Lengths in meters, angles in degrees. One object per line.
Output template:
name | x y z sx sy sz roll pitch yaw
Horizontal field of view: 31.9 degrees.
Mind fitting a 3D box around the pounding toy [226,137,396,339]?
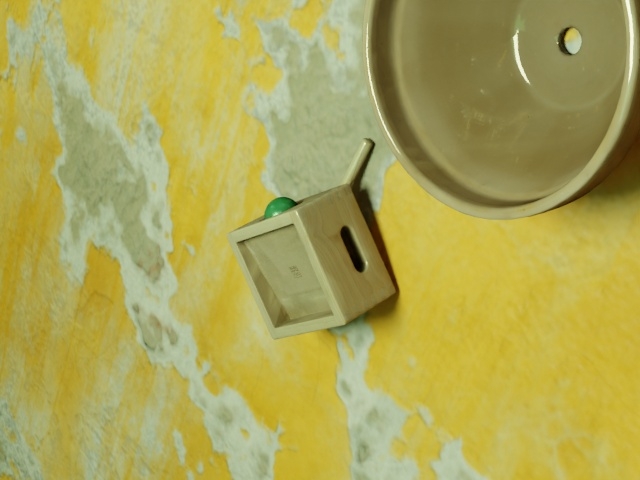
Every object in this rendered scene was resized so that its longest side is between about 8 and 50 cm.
pounding toy | 0.000 0.000 1.028 0.130 0.100 0.141 -17 99 49

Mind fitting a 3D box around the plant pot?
plant pot | 0.149 -0.139 0.798 0.237 0.110 0.237 15 112 44
